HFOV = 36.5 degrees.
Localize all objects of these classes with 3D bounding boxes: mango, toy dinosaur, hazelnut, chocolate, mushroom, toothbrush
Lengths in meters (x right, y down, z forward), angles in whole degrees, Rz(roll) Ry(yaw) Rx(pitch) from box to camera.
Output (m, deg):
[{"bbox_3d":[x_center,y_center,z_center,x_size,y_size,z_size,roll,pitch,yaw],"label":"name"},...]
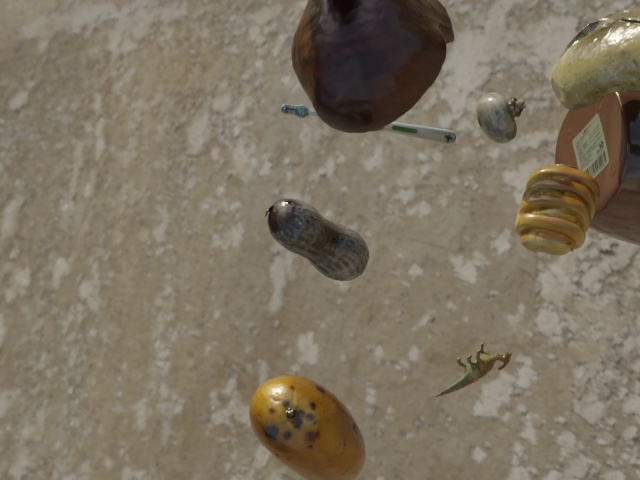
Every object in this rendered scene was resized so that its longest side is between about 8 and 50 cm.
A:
[{"bbox_3d":[-0.007,0.209,1.034,0.090,0.178,0.115,-48,44,-15],"label":"mango"},{"bbox_3d":[0.192,0.164,1.250,0.113,0.041,0.026,-27,11,4],"label":"toy dinosaur"},{"bbox_3d":[0.053,-0.204,1.069,0.170,0.160,0.202,-47,43,41],"label":"hazelnut"},{"bbox_3d":[0.000,0.000,1.855,0.110,0.248,0.110,-27,48,35],"label":"chocolate"},{"bbox_3d":[0.291,-0.200,1.541,0.079,0.085,0.085,-29,46,-10],"label":"mushroom"},{"bbox_3d":[0.083,-0.196,1.627,0.030,0.303,0.030,-172,90,-78],"label":"toothbrush"}]

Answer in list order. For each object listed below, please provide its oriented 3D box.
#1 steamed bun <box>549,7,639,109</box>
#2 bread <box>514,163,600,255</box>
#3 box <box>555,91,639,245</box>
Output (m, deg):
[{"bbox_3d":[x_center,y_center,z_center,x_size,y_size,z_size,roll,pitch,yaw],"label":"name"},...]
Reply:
[{"bbox_3d":[0.452,-0.289,1.490,0.212,0.110,0.231,-28,12,14],"label":"steamed bun"},{"bbox_3d":[0.377,-0.051,1.547,0.119,0.084,0.177,12,46,17],"label":"bread"},{"bbox_3d":[0.555,-0.135,1.681,0.301,0.216,0.301,-175,90,-73],"label":"box"}]
